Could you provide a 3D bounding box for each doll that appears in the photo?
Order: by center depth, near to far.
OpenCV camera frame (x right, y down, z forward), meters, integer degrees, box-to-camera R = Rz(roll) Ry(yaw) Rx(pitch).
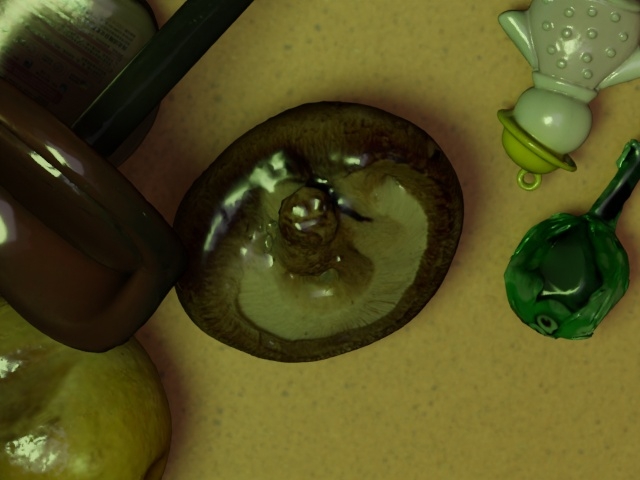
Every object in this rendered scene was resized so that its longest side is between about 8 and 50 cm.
[{"bbox_3d":[0.192,-0.135,1.496,0.129,0.081,0.207,19,101,2],"label":"doll"}]

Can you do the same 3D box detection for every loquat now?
[{"bbox_3d":[-0.214,0.140,1.468,0.213,0.213,0.213,0,101,-2],"label":"loquat"}]

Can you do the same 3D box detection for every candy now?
[{"bbox_3d":[0.250,-0.068,1.520,0.097,0.097,0.323,31,90,-7],"label":"candy"}]

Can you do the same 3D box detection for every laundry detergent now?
[{"bbox_3d":[-0.222,-0.102,1.490,0.171,0.076,0.237,34,98,-11],"label":"laundry detergent"}]

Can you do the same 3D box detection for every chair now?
[{"bbox_3d":[-0.099,-0.128,1.343,0.226,0.226,0.401,42,79,-8],"label":"chair"}]

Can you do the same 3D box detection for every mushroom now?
[{"bbox_3d":[-0.004,-0.011,1.484,0.231,0.138,0.194,-26,143,10],"label":"mushroom"}]
